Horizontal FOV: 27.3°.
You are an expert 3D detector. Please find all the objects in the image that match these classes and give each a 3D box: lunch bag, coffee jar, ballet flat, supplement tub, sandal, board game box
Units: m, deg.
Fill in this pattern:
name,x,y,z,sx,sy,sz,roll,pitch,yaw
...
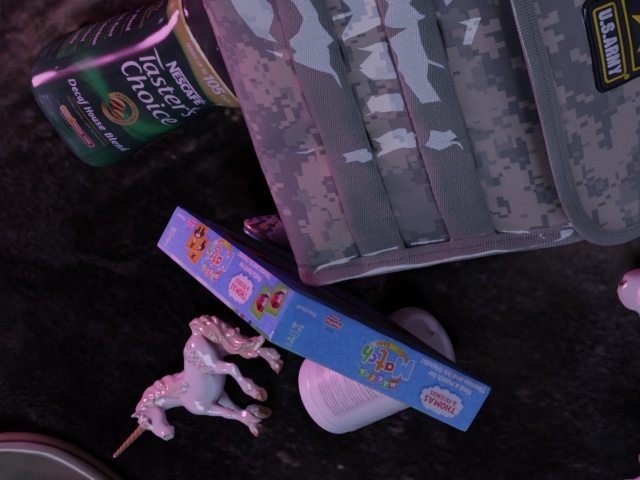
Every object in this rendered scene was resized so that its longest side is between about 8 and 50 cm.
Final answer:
name,x,y,z,sx,sy,sz,roll,pitch,yaw
lunch bag,0.100,-0.121,0.744,0.287,0.169,0.235,-10,118,17
coffee jar,-0.102,-0.120,0.891,0.184,0.079,0.096,-19,117,34
ballet flat,0.000,0.000,0.973,0.114,0.041,0.041,27,132,2
supplement tub,0.043,0.100,1.005,0.107,0.071,0.071,-28,111,38
sandal,-0.220,0.279,1.253,0.302,0.086,0.120,29,132,1
board game box,-0.004,0.048,0.885,0.160,0.211,0.039,27,93,-29

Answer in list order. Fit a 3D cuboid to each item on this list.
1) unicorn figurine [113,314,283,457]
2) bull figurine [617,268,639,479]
name,x,y,z,sx,sy,sz,roll,pitch,yaw
unicorn figurine,-0.095,0.124,1.102,0.111,0.060,0.162,21,116,8
bull figurine,0.307,0.147,0.905,0.310,0.101,0.188,35,136,-1
